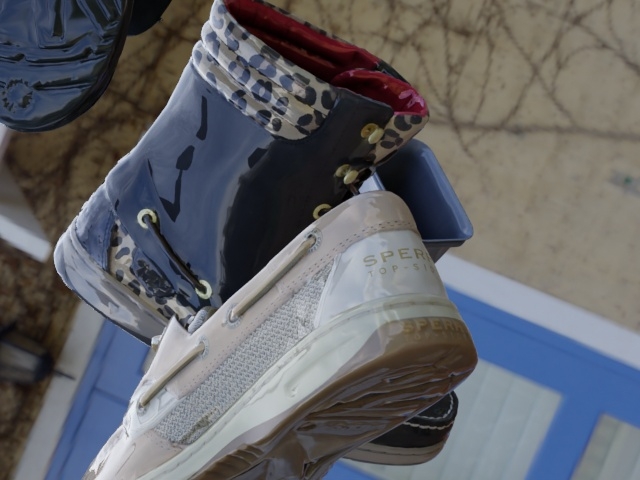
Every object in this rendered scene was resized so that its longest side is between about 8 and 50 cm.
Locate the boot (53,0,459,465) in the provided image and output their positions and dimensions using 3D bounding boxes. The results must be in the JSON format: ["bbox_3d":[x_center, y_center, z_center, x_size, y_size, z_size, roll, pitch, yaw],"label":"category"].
[{"bbox_3d":[0.000,0.000,0.892,0.284,0.377,0.138,-57,3,26],"label":"boot"}]

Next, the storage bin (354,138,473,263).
[{"bbox_3d":[0.084,-0.025,1.102,0.091,0.098,0.135,-57,46,43],"label":"storage bin"}]

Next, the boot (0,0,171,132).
[{"bbox_3d":[-0.135,-0.164,0.666,0.207,0.094,0.246,57,-148,-78],"label":"boot"}]

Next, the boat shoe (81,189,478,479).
[{"bbox_3d":[-0.048,0.095,0.661,0.341,0.122,0.110,-38,58,35],"label":"boat shoe"}]
